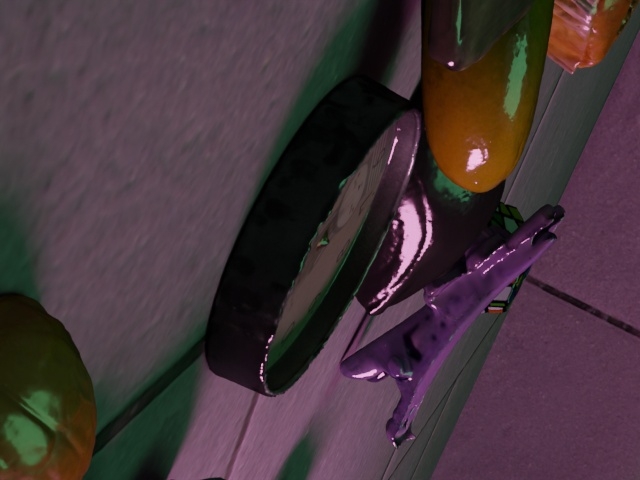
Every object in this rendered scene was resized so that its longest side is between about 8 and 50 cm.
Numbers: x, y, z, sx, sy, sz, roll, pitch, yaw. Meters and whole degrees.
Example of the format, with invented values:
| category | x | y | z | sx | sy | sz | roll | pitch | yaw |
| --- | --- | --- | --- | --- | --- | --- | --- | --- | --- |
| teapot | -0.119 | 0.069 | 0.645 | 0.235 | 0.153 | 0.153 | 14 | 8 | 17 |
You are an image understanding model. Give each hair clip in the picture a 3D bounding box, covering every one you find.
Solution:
| category | x | y | z | sx | sy | sz | roll | pitch | yaw |
| --- | --- | --- | --- | --- | --- | --- | --- | --- | --- |
| hair clip | 0.118 | 0.063 | 1.255 | 0.278 | 0.090 | 0.137 | -55 | 159 | 13 |

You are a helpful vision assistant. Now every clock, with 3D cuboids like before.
| category | x | y | z | sx | sy | sz | roll | pitch | yaw |
| --- | --- | --- | --- | --- | --- | --- | --- | --- | --- |
| clock | 0.000 | 0.000 | 0.846 | 0.215 | 0.042 | 0.215 | -58 | 167 | -21 |

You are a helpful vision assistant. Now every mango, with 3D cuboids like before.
| category | x | y | z | sx | sy | sz | roll | pitch | yaw |
| --- | --- | --- | --- | --- | --- | --- | --- | --- | --- |
| mango | 0.104 | -0.123 | 0.822 | 0.122 | 0.086 | 0.191 | -82 | 171 | -83 |

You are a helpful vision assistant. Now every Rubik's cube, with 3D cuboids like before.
| category | x | y | z | sx | sy | sz | roll | pitch | yaw |
| --- | --- | --- | --- | --- | --- | --- | --- | --- | --- |
| Rubik's cube | 0.159 | 0.016 | 1.375 | 0.133 | 0.133 | 0.111 | 53 | 39 | -77 |

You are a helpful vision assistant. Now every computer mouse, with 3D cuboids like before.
| category | x | y | z | sx | sy | sz | roll | pitch | yaw |
| --- | --- | --- | --- | --- | --- | --- | --- | --- | --- |
| computer mouse | 0.099 | -0.034 | 1.101 | 0.147 | 0.088 | 0.264 | -50 | 165 | -38 |

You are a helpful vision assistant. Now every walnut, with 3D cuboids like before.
| category | x | y | z | sx | sy | sz | roll | pitch | yaw |
| --- | --- | --- | --- | --- | --- | --- | --- | --- | --- |
| walnut | -0.114 | 0.074 | 0.509 | 0.091 | 0.052 | 0.121 | -60 | 170 | -26 |

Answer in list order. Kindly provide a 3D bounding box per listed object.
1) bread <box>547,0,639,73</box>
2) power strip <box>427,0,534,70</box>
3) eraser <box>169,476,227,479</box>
| category | x | y | z | sx | sy | sz | roll | pitch | yaw |
| --- | --- | --- | --- | --- | --- | --- | --- | --- | --- |
| bread | 0.234 | -0.286 | 1.041 | 0.288 | 0.119 | 0.152 | -62 | 172 | -7 |
| power strip | 0.086 | -0.240 | 0.581 | 0.257 | 0.092 | 0.251 | -48 | 153 | -46 |
| eraser | -0.097 | 0.252 | 0.783 | 0.095 | 0.052 | 0.225 | -25 | -141 | 57 |
